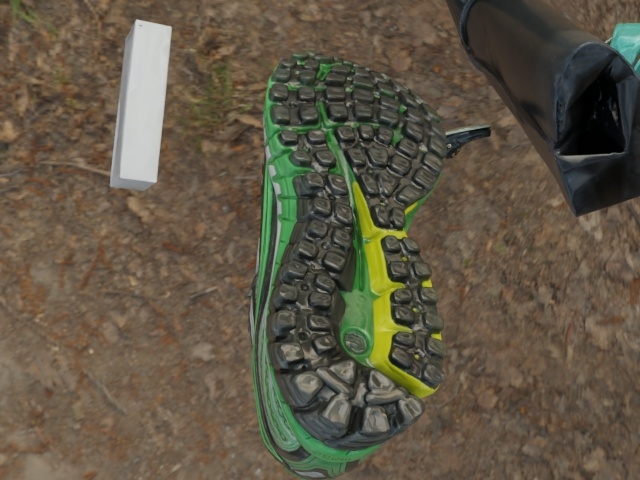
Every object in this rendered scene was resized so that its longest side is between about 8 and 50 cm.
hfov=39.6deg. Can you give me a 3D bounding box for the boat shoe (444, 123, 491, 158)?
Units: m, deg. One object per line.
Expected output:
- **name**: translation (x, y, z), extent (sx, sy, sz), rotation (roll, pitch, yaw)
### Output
- **boat shoe**: translation (0.180, -0.137, 1.264), extent (0.132, 0.049, 0.042), rotation (-14, 94, 11)

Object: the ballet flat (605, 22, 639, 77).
- **ballet flat**: translation (0.411, -0.212, 1.317), extent (0.087, 0.083, 0.247), rotation (30, 92, 31)

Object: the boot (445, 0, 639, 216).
- **boot**: translation (0.232, -0.280, 1.076), extent (0.146, 0.445, 0.367), rotation (-27, 122, 14)

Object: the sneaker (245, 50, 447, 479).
- **sneaker**: translation (0.000, 0.000, 0.624), extent (0.134, 0.344, 0.146), rotation (17, 141, -12)

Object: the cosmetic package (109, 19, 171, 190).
- **cosmetic package**: translation (-0.272, -0.201, 1.348), extent (0.060, 0.099, 0.239), rotation (7, 83, -19)
